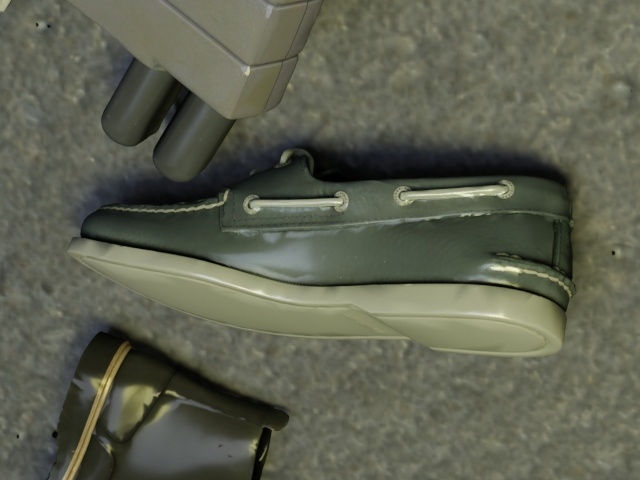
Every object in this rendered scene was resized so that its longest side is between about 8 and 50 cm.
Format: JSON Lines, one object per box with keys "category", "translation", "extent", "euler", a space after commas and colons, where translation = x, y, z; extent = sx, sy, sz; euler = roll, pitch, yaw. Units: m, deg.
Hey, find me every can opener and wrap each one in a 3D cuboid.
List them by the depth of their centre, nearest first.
{"category": "can opener", "translation": [-0.039, -0.149, 1.093], "extent": [0.076, 0.095, 0.283], "euler": [35, 116, 2]}

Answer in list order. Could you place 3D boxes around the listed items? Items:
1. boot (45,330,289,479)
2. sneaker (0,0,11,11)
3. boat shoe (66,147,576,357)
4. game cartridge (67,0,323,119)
{"category": "boot", "translation": [-0.109, 0.170, 1.299], "extent": [0.137, 0.077, 0.198], "euler": [20, 122, 7]}
{"category": "sneaker", "translation": [-0.182, -0.183, 1.033], "extent": [0.071, 0.083, 0.191], "euler": [43, 125, 22]}
{"category": "boat shoe", "translation": [0.000, 0.000, 1.172], "extent": [0.319, 0.116, 0.099], "euler": [6, 74, 28]}
{"category": "game cartridge", "translation": [-0.120, -0.249, 1.053], "extent": [0.355, 0.068, 0.230], "euler": [40, 129, 22]}
